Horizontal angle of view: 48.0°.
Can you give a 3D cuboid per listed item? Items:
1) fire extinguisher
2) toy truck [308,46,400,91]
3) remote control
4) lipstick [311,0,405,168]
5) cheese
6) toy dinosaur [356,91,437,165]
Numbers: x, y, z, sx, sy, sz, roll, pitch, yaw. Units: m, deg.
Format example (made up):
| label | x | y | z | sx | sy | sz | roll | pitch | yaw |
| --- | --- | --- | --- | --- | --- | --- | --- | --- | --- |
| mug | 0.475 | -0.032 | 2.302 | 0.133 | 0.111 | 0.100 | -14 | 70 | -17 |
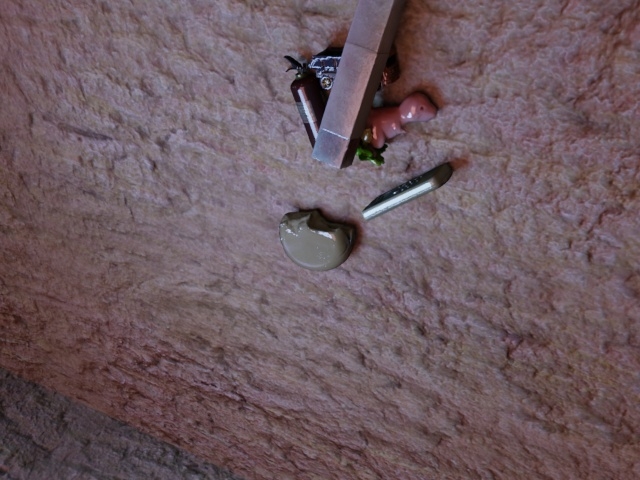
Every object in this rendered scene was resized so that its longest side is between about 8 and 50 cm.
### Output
| label | x | y | z | sx | sy | sz | roll | pitch | yaw |
| --- | --- | --- | --- | --- | --- | --- | --- | --- | --- |
| fire extinguisher | -0.030 | -0.327 | 1.699 | 0.099 | 0.071 | 0.231 | 19 | 137 | 57 |
| toy truck | 0.074 | -0.384 | 1.576 | 0.192 | 0.083 | 0.092 | 9 | 122 | 27 |
| remote control | 0.202 | -0.113 | 1.689 | 0.233 | 0.098 | 0.038 | -26 | 101 | 42 |
| lipstick | 0.078 | -0.336 | 1.484 | 0.076 | 0.079 | 0.372 | 25 | 111 | 18 |
| cheese | 0.000 | 0.000 | 1.906 | 0.202 | 0.091 | 0.175 | 0 | 122 | 30 |
| toy dinosaur | 0.139 | -0.263 | 1.592 | 0.194 | 0.152 | 0.177 | 28 | 125 | 2 |
